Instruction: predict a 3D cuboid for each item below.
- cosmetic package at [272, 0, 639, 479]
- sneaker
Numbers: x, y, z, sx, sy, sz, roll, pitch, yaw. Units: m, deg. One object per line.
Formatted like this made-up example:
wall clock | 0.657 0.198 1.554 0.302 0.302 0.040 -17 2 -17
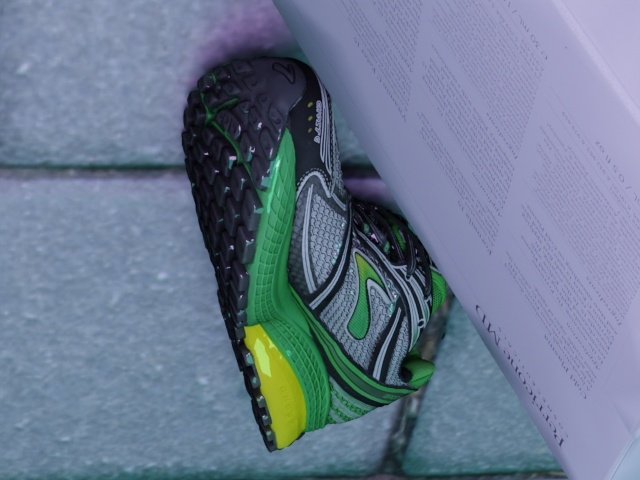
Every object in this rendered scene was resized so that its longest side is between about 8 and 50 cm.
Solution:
cosmetic package | 0.083 -0.096 0.758 0.097 0.377 0.284 -24 157 -16
sneaker | 0.000 0.000 1.082 0.146 0.134 0.343 -18 145 -6
